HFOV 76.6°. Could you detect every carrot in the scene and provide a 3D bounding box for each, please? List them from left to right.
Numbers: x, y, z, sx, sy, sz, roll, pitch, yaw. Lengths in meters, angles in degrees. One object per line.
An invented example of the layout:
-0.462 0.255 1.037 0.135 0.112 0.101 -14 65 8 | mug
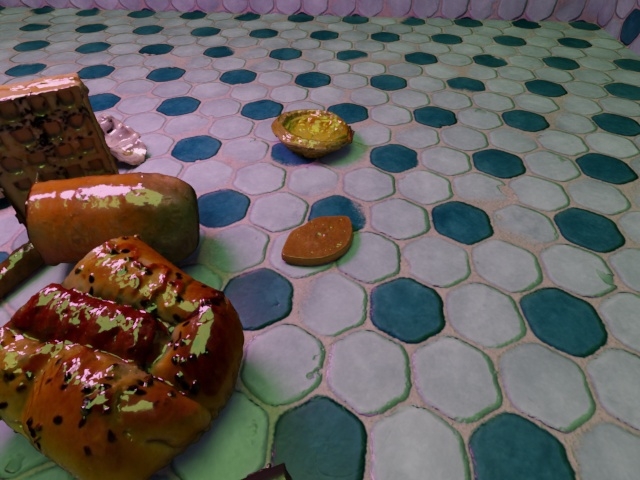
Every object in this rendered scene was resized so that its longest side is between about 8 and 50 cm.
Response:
-0.709 0.076 0.923 0.070 0.070 0.342 17 47 17 | carrot
-0.456 -0.046 0.926 0.342 0.224 0.224 -2 43 -13 | carrot

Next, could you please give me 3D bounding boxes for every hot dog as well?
-0.325 0.197 0.684 0.366 0.196 0.367 31 56 11 | hot dog

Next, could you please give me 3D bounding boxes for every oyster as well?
-0.751 -0.295 1.285 0.352 0.114 0.237 -23 57 -16 | oyster

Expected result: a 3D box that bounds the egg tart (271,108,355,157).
-0.027 -0.354 1.360 0.280 0.094 0.278 4 43 -4 | egg tart

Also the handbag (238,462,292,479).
-0.099 0.452 0.495 0.257 0.113 0.285 -15 38 -24 | handbag

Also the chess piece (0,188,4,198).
-0.863 -0.168 1.141 0.252 0.144 0.144 -7 44 -17 | chess piece

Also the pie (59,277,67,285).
-0.463 0.134 0.871 0.218 0.052 0.185 28 47 23 | pie

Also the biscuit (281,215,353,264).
0.000 0.000 1.028 0.221 0.028 0.142 -34 52 -31 | biscuit

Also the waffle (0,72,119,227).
-0.640 -0.194 0.983 0.261 0.375 0.114 -19 46 -21 | waffle
